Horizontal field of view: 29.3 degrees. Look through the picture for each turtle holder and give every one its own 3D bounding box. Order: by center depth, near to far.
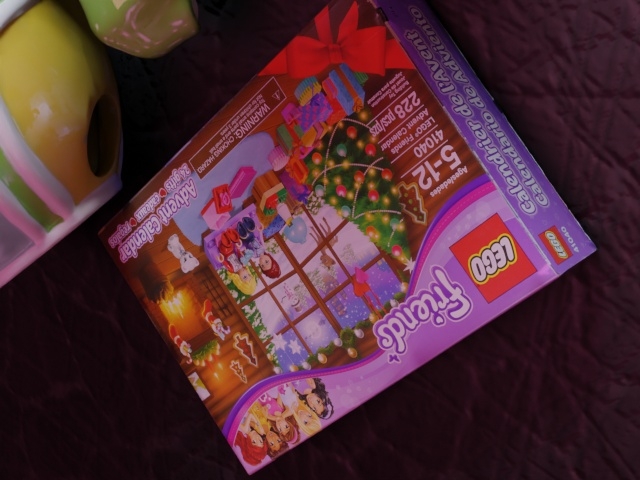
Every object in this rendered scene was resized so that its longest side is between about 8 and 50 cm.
[{"bbox_3d":[-0.230,-0.102,0.824,0.320,0.243,0.227,-38,98,0],"label":"turtle holder"}]

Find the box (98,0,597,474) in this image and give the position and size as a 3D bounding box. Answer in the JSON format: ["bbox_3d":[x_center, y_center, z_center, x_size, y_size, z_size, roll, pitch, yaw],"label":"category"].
[{"bbox_3d":[0.000,0.000,0.765,0.293,0.057,0.201,-39,81,39],"label":"box"}]
